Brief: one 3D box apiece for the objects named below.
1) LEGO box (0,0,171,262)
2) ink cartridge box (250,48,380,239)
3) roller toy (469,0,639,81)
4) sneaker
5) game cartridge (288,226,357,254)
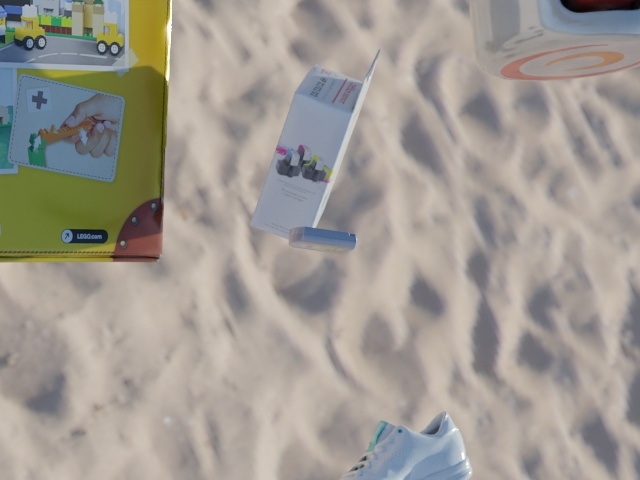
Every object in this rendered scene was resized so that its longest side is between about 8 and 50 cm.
[{"bbox_3d":[-0.380,-0.170,1.518,0.500,0.193,0.373,1,92,-43],"label":"LEGO box"},{"bbox_3d":[-0.004,-0.100,1.648,0.061,0.181,0.104,21,23,2],"label":"ink cartridge box"},{"bbox_3d":[0.237,-0.239,1.622,0.191,0.209,0.146,5,78,-59],"label":"roller toy"},{"bbox_3d":[0.069,0.252,1.928,0.212,0.080,0.094,-17,94,-32],"label":"sneaker"},{"bbox_3d":[0.000,0.000,1.511,0.056,0.083,0.017,11,85,-5],"label":"game cartridge"}]
